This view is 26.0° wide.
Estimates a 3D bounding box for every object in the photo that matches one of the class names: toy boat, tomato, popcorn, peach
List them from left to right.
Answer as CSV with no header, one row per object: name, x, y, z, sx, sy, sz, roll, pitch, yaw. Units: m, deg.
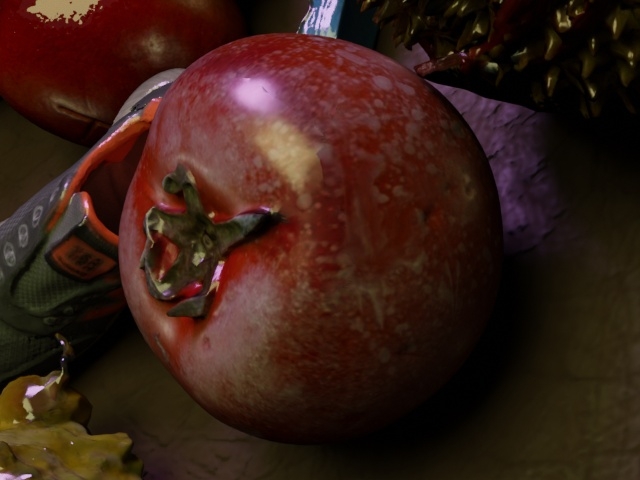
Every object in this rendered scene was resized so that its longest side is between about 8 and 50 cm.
popcorn,-0.193,0.190,1.010,0.168,0.173,0.195,0,25,-4
peach,-0.174,-0.171,1.221,0.190,0.226,0.196,-97,17,-70
tomato,0.000,0.000,0.919,0.270,0.227,0.270,3,93,53
toy boat,0.006,-0.200,1.136,0.077,0.075,0.185,0,62,28

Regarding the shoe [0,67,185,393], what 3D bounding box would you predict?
shoe,-0.183,0.008,1.073,0.336,0.132,0.171,-44,11,0

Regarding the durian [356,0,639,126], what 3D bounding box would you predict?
durian,0.161,-0.230,0.849,0.347,0.384,0.347,-53,23,34
